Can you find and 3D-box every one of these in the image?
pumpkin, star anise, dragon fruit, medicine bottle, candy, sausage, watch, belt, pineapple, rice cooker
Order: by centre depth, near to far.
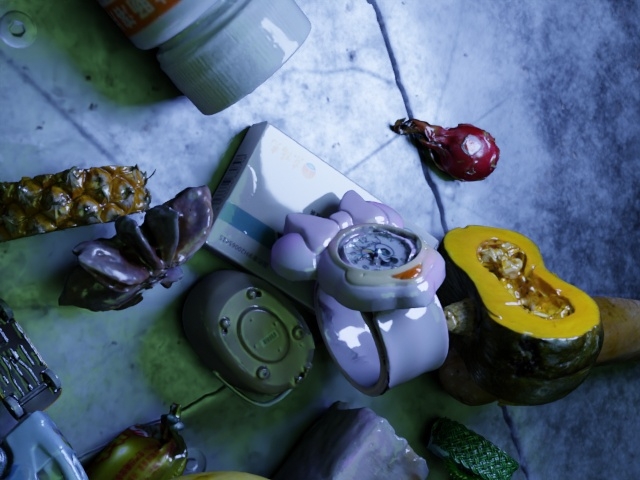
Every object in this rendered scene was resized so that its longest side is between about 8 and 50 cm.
[{"bbox_3d":[-0.309,-0.052,1.230,0.233,0.135,0.079,-13,97,-27],"label":"pineapple"},{"bbox_3d":[-0.197,-0.358,1.242,0.211,0.211,0.371,-48,112,-20],"label":"medicine bottle"},{"bbox_3d":[-0.227,0.016,1.248,0.236,0.229,0.093,-41,78,-4],"label":"star anise"},{"bbox_3d":[-0.271,0.347,1.265,0.117,0.125,0.317,43,71,-22],"label":"sausage"},{"bbox_3d":[0.056,0.088,1.345,0.211,0.248,0.217,-20,128,-27],"label":"watch"},{"bbox_3d":[-0.096,0.132,1.358,0.206,0.127,0.145,47,71,-13],"label":"rice cooker"},{"bbox_3d":[0.036,0.343,1.413,0.137,0.185,0.195,44,75,-18],"label":"candy"},{"bbox_3d":[0.266,0.108,1.465,0.222,0.317,0.139,-10,129,-18],"label":"pumpkin"},{"bbox_3d":[0.205,-0.148,1.544,0.190,0.094,0.094,19,82,-23],"label":"dragon fruit"},{"bbox_3d":[0.236,0.349,1.553,0.151,0.121,0.079,37,79,-12],"label":"belt"},{"bbox_3d":[0.409,0.169,1.642,0.501,0.123,0.136,-9,93,-30],"label":"sausage"}]

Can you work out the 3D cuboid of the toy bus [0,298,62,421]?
[{"bbox_3d":[-0.396,0.146,1.220,0.069,0.074,0.162,-38,106,-31],"label":"toy bus"}]

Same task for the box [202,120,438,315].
[{"bbox_3d":[0.000,0.000,1.441,0.343,0.065,0.200,33,76,-26],"label":"box"}]

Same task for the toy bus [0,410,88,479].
[{"bbox_3d":[-0.419,0.358,1.158,0.136,0.109,0.329,43,75,11],"label":"toy bus"}]

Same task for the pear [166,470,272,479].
[{"bbox_3d":[-0.125,0.442,1.140,0.348,0.348,0.348,-1,91,-29],"label":"pear"}]
